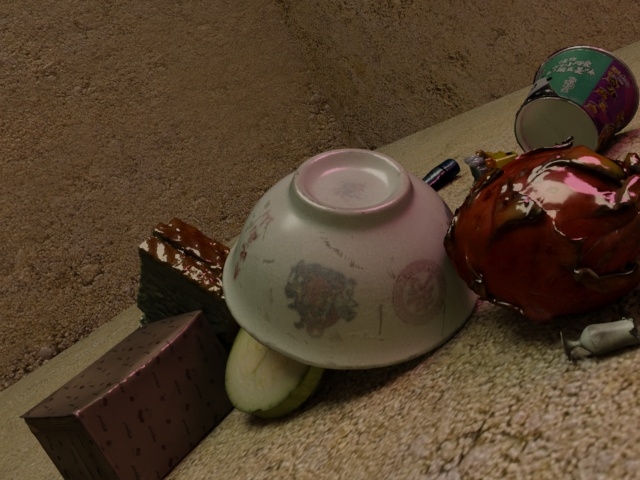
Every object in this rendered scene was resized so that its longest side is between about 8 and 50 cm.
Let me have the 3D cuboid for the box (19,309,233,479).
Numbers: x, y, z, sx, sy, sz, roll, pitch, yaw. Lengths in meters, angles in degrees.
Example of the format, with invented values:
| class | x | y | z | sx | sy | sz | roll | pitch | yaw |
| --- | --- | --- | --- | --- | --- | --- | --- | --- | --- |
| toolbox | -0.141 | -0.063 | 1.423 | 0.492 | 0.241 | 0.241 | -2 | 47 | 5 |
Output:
| class | x | y | z | sx | sy | sz | roll | pitch | yaw |
| --- | --- | --- | --- | --- | --- | --- | --- | --- | --- |
| box | -0.322 | 0.291 | 1.160 | 0.225 | 0.190 | 0.297 | -19 | 16 | 42 |

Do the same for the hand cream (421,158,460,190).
| class | x | y | z | sx | sy | sz | roll | pitch | yaw |
| --- | --- | --- | --- | --- | --- | --- | --- | --- | --- |
| hand cream | 0.308 | -0.157 | 2.006 | 0.271 | 0.061 | 0.120 | -35 | 10 | -7 |

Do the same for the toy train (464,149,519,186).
| class | x | y | z | sx | sy | sz | roll | pitch | yaw |
| --- | --- | --- | --- | --- | --- | --- | --- | --- | --- |
| toy train | 0.453 | -0.190 | 1.696 | 0.127 | 0.089 | 0.219 | -17 | 12 | 9 |

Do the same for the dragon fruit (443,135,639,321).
| class | x | y | z | sx | sy | sz | roll | pitch | yaw |
| --- | --- | --- | --- | --- | --- | --- | --- | --- | --- |
| dragon fruit | 0.310 | -0.011 | 0.856 | 0.315 | 0.250 | 0.250 | -39 | 1 | 43 |

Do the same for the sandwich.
| class | x | y | z | sx | sy | sz | roll | pitch | yaw |
| --- | --- | --- | --- | --- | --- | --- | --- | --- | --- |
| sandwich | -0.242 | 0.144 | 1.302 | 0.131 | 0.262 | 0.325 | -44 | -24 | -43 |

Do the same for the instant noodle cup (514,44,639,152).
| class | x | y | z | sx | sy | sz | roll | pitch | yaw |
| --- | --- | --- | --- | --- | --- | --- | --- | --- | --- |
| instant noodle cup | 0.573 | -0.292 | 1.489 | 0.251 | 0.251 | 0.190 | -15 | 26 | 53 |

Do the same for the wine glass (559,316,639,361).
| class | x | y | z | sx | sy | sz | roll | pitch | yaw |
| --- | --- | --- | --- | --- | --- | --- | --- | --- | --- |
| wine glass | 0.321 | 0.112 | 0.743 | 0.083 | 0.042 | 0.038 | -21 | 51 | 24 |

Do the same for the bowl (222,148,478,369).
| class | x | y | z | sx | sy | sz | roll | pitch | yaw |
| --- | --- | --- | --- | --- | --- | --- | --- | --- | --- |
| bowl | 0.050 | -0.021 | 1.044 | 0.436 | 0.195 | 0.434 | -1 | 39 | 0 |

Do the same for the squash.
| class | x | y | z | sx | sy | sz | roll | pitch | yaw |
| --- | --- | --- | --- | --- | --- | --- | --- | --- | --- |
| squash | -0.071 | 0.188 | 1.081 | 0.219 | 0.041 | 0.219 | -27 | 45 | 31 |
